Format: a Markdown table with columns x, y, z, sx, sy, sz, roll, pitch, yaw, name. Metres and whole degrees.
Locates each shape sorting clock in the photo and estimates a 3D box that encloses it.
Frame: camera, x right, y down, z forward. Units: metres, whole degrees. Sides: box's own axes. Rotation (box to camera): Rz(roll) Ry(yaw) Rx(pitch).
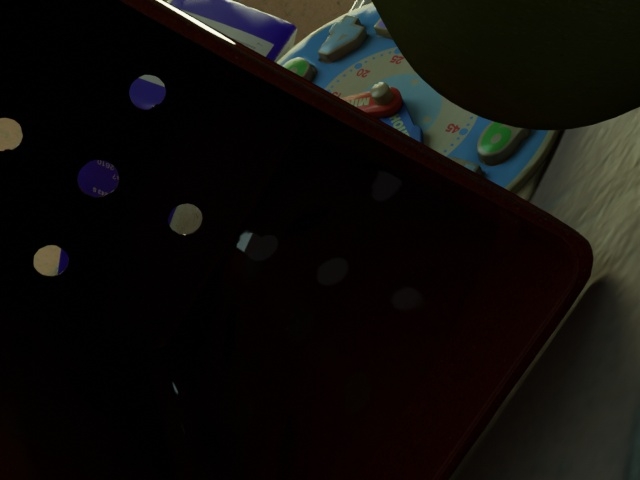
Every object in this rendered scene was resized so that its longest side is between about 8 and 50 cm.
| x | y | z | sx | sy | sz | roll | pitch | yaw | name |
| --- | --- | --- | --- | --- | --- | --- | --- | --- | --- |
| 0.042 | -0.077 | 0.681 | 0.206 | 0.206 | 0.040 | -61 | -36 | -21 | shape sorting clock |

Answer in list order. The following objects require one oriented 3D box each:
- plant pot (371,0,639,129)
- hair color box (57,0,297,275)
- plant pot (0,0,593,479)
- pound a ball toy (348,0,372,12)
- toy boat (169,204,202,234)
| x | y | z | sx | sy | sz | roll | pitch | yaw | name |
| --- | --- | --- | --- | --- | --- | --- | --- | --- | --- |
| 0.100 | -0.167 | 0.377 | 0.275 | 0.274 | 0.293 | -62 | -11 | -22 | plant pot |
| -0.128 | -0.011 | 0.928 | 0.185 | 0.110 | 0.339 | -63 | -8 | -50 | hair color box |
| -0.091 | 0.013 | 0.532 | 0.267 | 0.267 | 0.236 | -57 | 26 | 14 | plant pot |
| 0.062 | -0.211 | 0.962 | 0.319 | 0.208 | 0.136 | -62 | 7 | -19 | pound a ball toy |
| -0.029 | 0.068 | 0.778 | 0.151 | 0.151 | 0.231 | 1 | -66 | -48 | toy boat |
